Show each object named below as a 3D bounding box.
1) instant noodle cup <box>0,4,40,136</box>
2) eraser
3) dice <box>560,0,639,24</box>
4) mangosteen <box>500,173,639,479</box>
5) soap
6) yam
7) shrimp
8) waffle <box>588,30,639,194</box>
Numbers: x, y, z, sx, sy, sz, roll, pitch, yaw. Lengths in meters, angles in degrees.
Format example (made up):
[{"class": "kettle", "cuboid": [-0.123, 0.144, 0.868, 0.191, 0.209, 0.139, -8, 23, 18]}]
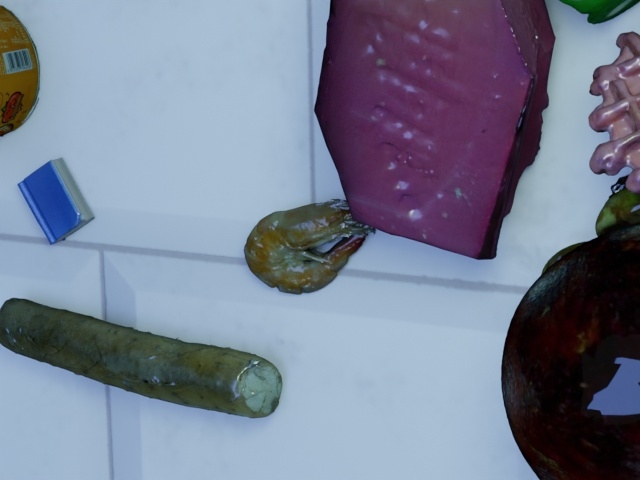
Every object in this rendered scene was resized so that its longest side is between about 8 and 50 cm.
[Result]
[{"class": "instant noodle cup", "cuboid": [-0.438, -0.189, 1.965, 0.216, 0.172, 0.215, 7, 105, 28]}, {"class": "eraser", "cuboid": [-0.311, -0.046, 2.010, 0.063, 0.027, 0.084, -32, 85, 29]}, {"class": "dice", "cuboid": [0.261, -0.282, 1.578, 0.120, 0.131, 0.128, -39, 80, 30]}, {"class": "mangosteen", "cuboid": [0.319, 0.105, 1.577, 0.306, 0.359, 0.306, 2, 127, 3]}, {"class": "soap", "cuboid": [0.112, -0.156, 1.643, 0.220, 0.127, 0.325, 16, 122, 8]}, {"class": "yam", "cuboid": [-0.217, 0.136, 1.973, 0.371, 0.083, 0.083, 10, 106, 28]}, {"class": "shrimp", "cuboid": [0.000, 0.000, 1.843, 0.190, 0.042, 0.101, -23, 110, 30]}, {"class": "waffle", "cuboid": [0.354, -0.114, 1.537, 0.234, 0.055, 0.221, 19, 66, 17]}]
